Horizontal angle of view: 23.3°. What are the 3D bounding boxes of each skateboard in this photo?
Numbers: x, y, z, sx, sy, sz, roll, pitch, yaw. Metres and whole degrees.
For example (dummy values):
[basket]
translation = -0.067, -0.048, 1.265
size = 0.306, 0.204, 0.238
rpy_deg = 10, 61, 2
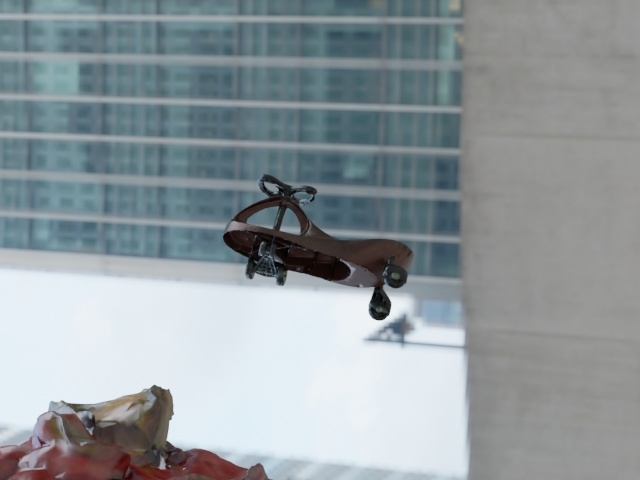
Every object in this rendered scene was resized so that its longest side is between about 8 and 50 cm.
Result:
[skateboard]
translation = 0.000, 0.000, 1.226
size = 0.067, 0.151, 0.080
rpy_deg = 113, 172, -60

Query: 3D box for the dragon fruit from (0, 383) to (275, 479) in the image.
[dragon fruit]
translation = -0.098, 0.248, 0.795
size = 0.277, 0.277, 0.343
rpy_deg = 4, -108, -71
